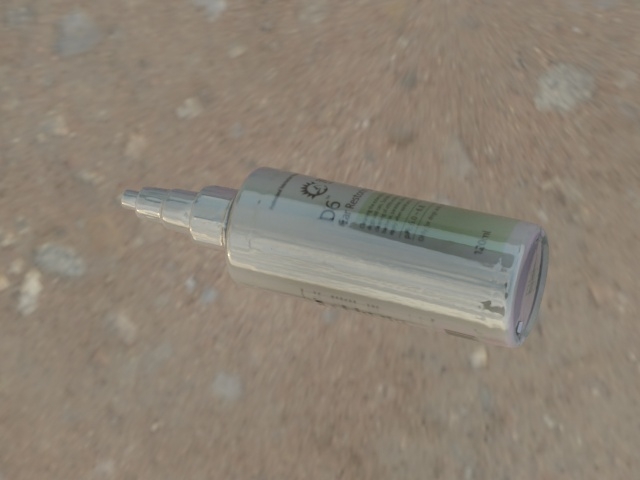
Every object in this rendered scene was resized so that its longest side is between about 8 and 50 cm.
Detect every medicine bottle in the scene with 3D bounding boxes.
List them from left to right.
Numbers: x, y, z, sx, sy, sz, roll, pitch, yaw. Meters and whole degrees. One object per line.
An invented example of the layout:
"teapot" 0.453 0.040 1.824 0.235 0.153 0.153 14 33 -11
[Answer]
"medicine bottle" 0.000 0.000 0.862 0.199 0.057 0.057 13 99 21
